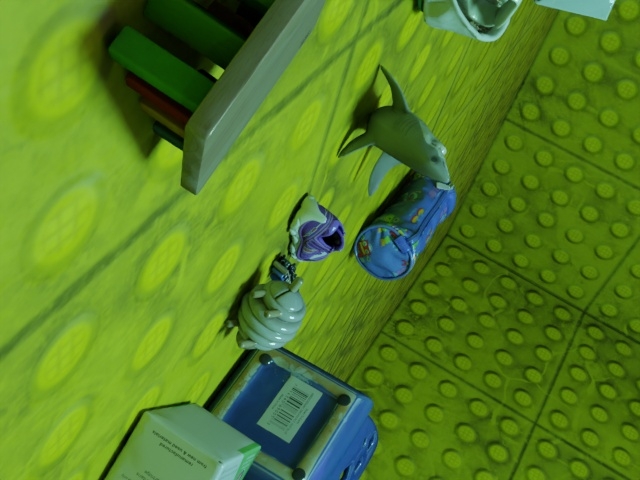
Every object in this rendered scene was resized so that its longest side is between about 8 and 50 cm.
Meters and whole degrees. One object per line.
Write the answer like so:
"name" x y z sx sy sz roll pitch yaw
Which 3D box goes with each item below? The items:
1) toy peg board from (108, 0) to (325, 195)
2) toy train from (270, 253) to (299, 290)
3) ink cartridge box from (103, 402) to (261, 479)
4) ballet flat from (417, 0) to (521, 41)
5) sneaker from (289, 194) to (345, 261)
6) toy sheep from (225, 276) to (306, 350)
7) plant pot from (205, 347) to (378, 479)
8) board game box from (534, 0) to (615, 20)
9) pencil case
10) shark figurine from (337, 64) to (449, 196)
"toy peg board" -0.065 -0.130 0.548 0.161 0.079 0.160 -56 -176 -13
"toy train" -0.051 0.056 1.174 0.036 0.027 0.158 -46 166 -13
"ink cartridge box" -0.204 0.342 1.002 0.272 0.115 0.198 -59 169 -2
"ballet flat" 0.168 -0.311 0.917 0.139 0.139 0.400 -60 169 3
"sneaker" 0.000 0.000 1.133 0.068 0.071 0.170 -57 169 -11
"toy sheep" -0.063 0.093 1.063 0.132 0.091 0.091 -45 177 29
"plant pot" -0.058 0.300 1.267 0.236 0.236 0.212 -52 161 -31
"board game box" 0.305 -0.430 0.973 0.303 0.098 0.224 -87 -169 -49
"pencil case" 0.182 -0.040 1.699 0.133 0.119 0.306 -32 -171 39
"shark figurine" 0.077 -0.132 1.149 0.116 0.166 0.278 -34 -175 -3
